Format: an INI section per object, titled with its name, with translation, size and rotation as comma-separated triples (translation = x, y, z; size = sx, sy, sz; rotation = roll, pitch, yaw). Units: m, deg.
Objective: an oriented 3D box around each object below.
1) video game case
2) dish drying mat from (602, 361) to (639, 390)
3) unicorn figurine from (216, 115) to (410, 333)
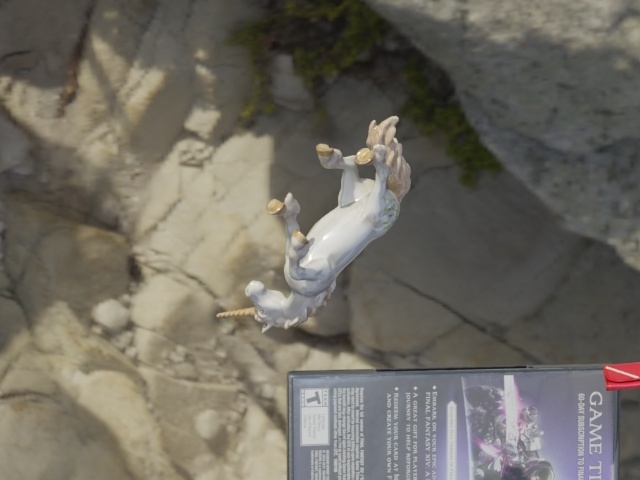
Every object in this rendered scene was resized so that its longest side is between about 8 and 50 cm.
[video game case]
translation = 0.109, 0.201, 1.140
size = 0.274, 0.026, 0.196
rotation = -1, 95, -8
[dish drying mat]
translation = 0.243, 0.092, 0.988
size = 0.083, 0.032, 0.008
rotation = -8, 110, 10
[unicorn figurine]
translation = 0.000, 0.000, 0.886
size = 0.162, 0.060, 0.111
rotation = -32, 147, -6
